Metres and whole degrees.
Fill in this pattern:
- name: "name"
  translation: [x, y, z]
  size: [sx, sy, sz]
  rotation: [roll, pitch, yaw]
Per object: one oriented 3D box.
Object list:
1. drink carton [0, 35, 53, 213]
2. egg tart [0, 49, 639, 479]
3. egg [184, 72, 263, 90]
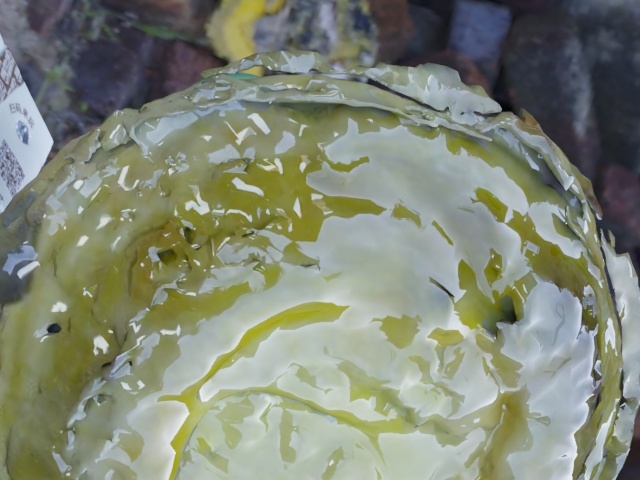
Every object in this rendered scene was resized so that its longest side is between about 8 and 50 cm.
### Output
- name: "drink carton"
  translation: [-0.360, -0.026, 0.895]
  size: [0.194, 0.324, 0.132]
  rotation: [-81, 155, -54]
- name: "egg tart"
  translation: [-0.006, 0.071, 0.501]
  size: [0.279, 0.095, 0.279]
  rotation: [-5, 114, -11]
- name: "egg"
  translation: [-0.101, -0.079, 1.736]
  size: [0.220, 0.220, 0.269]
  rotation: [-33, 137, -32]
